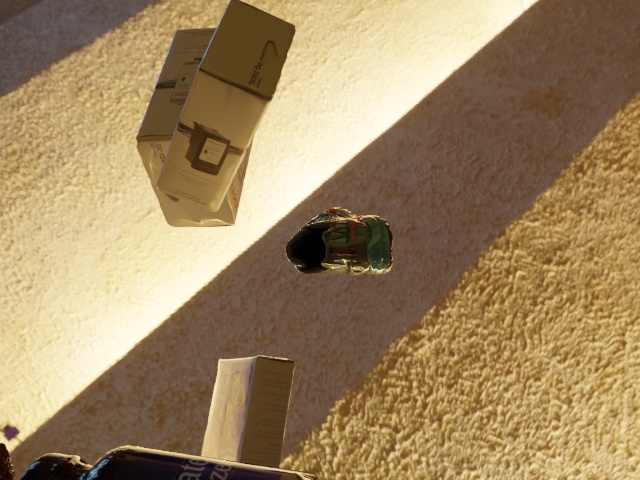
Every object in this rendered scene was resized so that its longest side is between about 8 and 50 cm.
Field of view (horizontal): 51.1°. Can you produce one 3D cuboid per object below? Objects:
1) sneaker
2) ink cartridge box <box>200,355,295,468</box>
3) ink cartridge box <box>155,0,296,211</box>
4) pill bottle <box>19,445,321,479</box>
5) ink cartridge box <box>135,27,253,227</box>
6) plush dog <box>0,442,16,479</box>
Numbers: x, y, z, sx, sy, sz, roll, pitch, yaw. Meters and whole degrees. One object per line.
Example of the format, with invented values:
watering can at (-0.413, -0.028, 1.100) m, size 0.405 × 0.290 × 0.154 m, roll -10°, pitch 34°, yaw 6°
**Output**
sneaker at (0.000, 0.000, 0.999) m, size 0.125 × 0.262 × 0.104 m, roll -2°, pitch -91°, yaw -23°
ink cartridge box at (-0.123, 0.322, 0.951) m, size 0.072 × 0.303 × 0.307 m, roll 11°, pitch -104°, yaw -17°
ink cartridge box at (-0.084, -0.116, 0.586) m, size 0.063 × 0.150 × 0.109 m, roll 22°, pitch -132°, yaw -12°
pill bottle at (-0.114, 0.224, 0.505) m, size 0.219 × 0.123 × 0.123 m, roll 6°, pitch -124°, yaw 6°
ink cartridge box at (-0.193, -0.188, 1.116) m, size 0.117 × 0.207 × 0.283 m, roll -1°, pitch -130°, yaw 7°
plush dog at (-0.357, 0.303, 0.590) m, size 0.262 × 0.225 × 0.210 m, roll -41°, pitch -82°, yaw -11°
